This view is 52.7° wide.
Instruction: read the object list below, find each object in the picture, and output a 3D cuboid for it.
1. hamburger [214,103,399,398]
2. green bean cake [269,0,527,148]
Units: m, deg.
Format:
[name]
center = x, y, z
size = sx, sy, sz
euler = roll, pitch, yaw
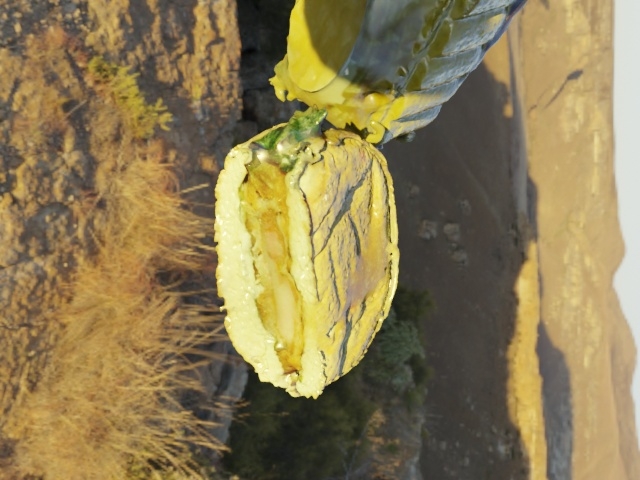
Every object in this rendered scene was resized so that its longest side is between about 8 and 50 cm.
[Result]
[hamburger]
center = 0.000, 0.000, 0.705
size = 0.211, 0.133, 0.308
euler = -34, 125, -49
[green bean cake]
center = 0.042, -0.274, 0.741
size = 0.202, 0.285, 0.310
euler = -33, 161, -46
